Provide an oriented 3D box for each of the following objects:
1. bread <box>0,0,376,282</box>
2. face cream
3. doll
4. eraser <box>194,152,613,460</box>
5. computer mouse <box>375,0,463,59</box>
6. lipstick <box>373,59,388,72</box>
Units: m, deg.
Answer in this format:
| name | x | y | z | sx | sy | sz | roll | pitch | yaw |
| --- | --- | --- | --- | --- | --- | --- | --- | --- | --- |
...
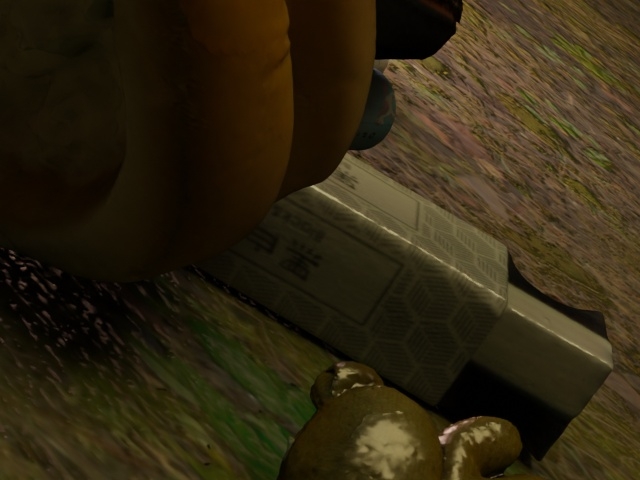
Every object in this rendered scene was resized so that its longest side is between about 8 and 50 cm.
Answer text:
| name | x | y | z | sx | sy | sz | roll | pitch | yaw |
| --- | --- | --- | --- | --- | --- | --- | --- | --- | --- |
| bread | -0.137 | -0.192 | 0.977 | 0.245 | 0.329 | 0.424 | -30 | 100 | -54 |
| face cream | -0.031 | -0.113 | 1.381 | 0.075 | 0.075 | 0.229 | 45 | 24 | 26 |
| doll | 0.064 | 0.156 | 0.942 | 0.209 | 0.097 | 0.137 | 28 | 56 | -21 |
| eraser | 0.000 | 0.000 | 1.157 | 0.404 | 0.098 | 0.096 | 30 | 23 | -7 |
| computer mouse | -0.044 | -0.207 | 1.370 | 0.323 | 0.116 | 0.183 | 3 | -3 | -17 |
| lipstick | 0.015 | -0.173 | 1.618 | 0.040 | 0.040 | 0.141 | 43 | 23 | 22 |
